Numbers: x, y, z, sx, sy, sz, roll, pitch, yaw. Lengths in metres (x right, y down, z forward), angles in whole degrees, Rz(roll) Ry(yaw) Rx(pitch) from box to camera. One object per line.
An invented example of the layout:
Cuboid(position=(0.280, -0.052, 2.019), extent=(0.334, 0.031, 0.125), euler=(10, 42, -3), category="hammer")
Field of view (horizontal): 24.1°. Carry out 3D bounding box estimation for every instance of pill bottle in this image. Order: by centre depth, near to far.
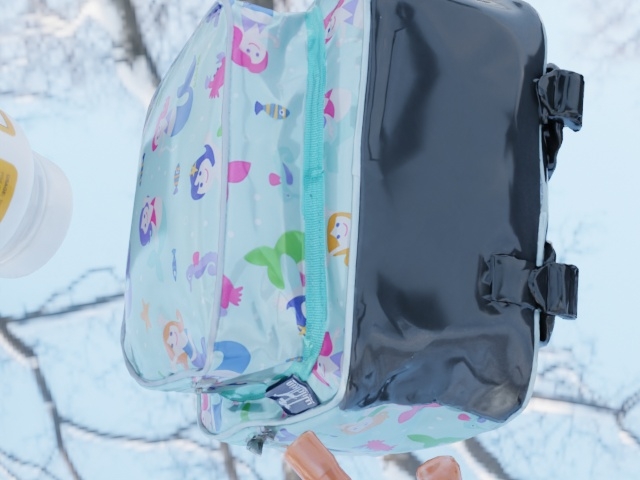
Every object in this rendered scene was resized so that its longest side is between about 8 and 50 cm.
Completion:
Cuboid(position=(-0.296, -0.053, 1.085), extent=(0.136, 0.245, 0.136), euler=(-12, -113, 29), category="pill bottle")

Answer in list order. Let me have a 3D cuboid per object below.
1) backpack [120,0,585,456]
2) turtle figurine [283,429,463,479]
Cuboid(position=(0.000, 0.000, 0.762), extent=(0.191, 0.253, 0.225), euler=(6, -105, -13), category="backpack")
Cuboid(position=(0.059, 0.112, 0.316), extent=(0.087, 0.217, 0.269), euler=(-4, -129, -30), category="turtle figurine")
